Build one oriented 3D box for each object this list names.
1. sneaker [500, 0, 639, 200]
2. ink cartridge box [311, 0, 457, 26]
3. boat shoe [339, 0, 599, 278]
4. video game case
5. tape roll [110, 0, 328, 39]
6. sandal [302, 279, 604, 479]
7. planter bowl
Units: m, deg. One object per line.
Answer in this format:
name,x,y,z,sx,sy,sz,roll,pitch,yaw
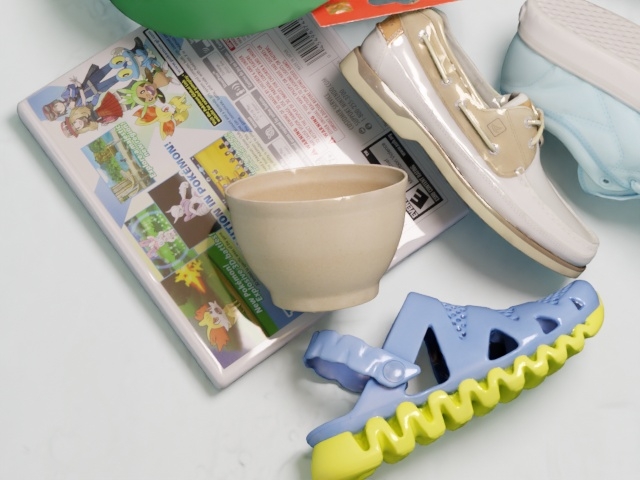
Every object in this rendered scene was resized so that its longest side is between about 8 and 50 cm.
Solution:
sneaker,0.326,-0.088,1.422,0.366,0.150,0.135,39,40,25
ink cartridge box,0.050,-0.295,1.437,0.189,0.066,0.232,-13,34,-13
boat shoe,0.159,-0.093,1.398,0.302,0.113,0.103,43,105,-6
video game case,-0.071,-0.075,1.432,0.300,0.036,0.329,-35,83,-16
tape roll,-0.080,-0.337,1.406,0.321,0.077,0.321,-8,58,14
sandal,0.112,0.102,1.369,0.317,0.126,0.138,-24,76,-16
planter bowl,0.000,0.000,1.335,0.162,0.162,0.109,-7,104,-11
